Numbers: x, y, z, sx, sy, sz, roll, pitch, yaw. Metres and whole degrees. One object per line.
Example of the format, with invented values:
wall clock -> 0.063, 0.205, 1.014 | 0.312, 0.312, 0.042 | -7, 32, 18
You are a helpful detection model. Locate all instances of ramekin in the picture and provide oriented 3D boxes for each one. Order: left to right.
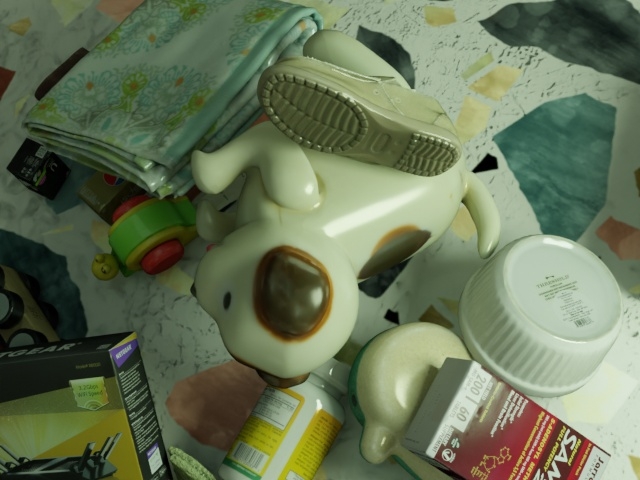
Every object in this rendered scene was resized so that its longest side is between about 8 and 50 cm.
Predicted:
ramekin -> 0.293, 0.089, 1.348 | 0.207, 0.109, 0.207 | 9, 52, -12

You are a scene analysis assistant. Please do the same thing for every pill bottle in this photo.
pill bottle -> -0.039, 0.252, 1.395 | 0.117, 0.117, 0.208 | 25, 74, 20

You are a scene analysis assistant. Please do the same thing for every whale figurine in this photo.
whale figurine -> 0.135, 0.245, 1.365 | 0.216, 0.141, 0.272 | -19, 86, -28

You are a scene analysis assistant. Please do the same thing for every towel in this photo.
towel -> -0.219, -0.239, 1.518 | 0.320, 0.090, 0.374 | 22, 60, 35
towel -> -0.144, 0.338, 1.390 | 0.148, 0.110, 0.027 | 34, 66, 22

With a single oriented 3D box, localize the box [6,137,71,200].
box -> -0.448, -0.113, 1.654 | 0.052, 0.083, 0.062 | 25, 75, 19

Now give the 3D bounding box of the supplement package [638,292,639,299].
supplement package -> 0.547, -0.054, 1.361 | 0.177, 0.175, 0.293 | 17, 73, 17

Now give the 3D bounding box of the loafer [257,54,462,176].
loafer -> 0.047, -0.158, 1.259 | 0.268, 0.102, 0.092 | 21, 44, -21

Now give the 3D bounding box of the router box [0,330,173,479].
router box -> -0.368, 0.264, 1.393 | 0.308, 0.081, 0.243 | -9, 101, 19

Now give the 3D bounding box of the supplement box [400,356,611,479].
supplement box -> 0.232, 0.261, 1.287 | 0.239, 0.073, 0.130 | 34, 76, -18

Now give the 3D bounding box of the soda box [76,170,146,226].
soda box -> -0.293, -0.112, 1.631 | 0.058, 0.061, 0.181 | 40, 81, 23

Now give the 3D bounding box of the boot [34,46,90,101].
boot -> -0.325, -0.270, 1.689 | 0.207, 0.090, 0.248 | 38, 77, 25

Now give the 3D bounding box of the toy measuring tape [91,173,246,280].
toy measuring tape -> -0.206, -0.045, 1.551 | 0.330, 0.121, 0.121 | -35, 65, -2

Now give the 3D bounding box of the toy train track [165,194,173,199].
toy train track -> -0.235, -0.063, 1.627 | 0.048, 0.014, 0.083 | -9, 72, 1

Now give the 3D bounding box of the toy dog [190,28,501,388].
toy dog -> 0.000, 0.000, 1.375 | 0.395, 0.284, 0.408 | 35, 58, 2

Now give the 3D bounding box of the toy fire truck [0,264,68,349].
toy fire truck -> -0.517, 0.175, 1.528 | 0.246, 0.158, 0.217 | -42, 66, 6
